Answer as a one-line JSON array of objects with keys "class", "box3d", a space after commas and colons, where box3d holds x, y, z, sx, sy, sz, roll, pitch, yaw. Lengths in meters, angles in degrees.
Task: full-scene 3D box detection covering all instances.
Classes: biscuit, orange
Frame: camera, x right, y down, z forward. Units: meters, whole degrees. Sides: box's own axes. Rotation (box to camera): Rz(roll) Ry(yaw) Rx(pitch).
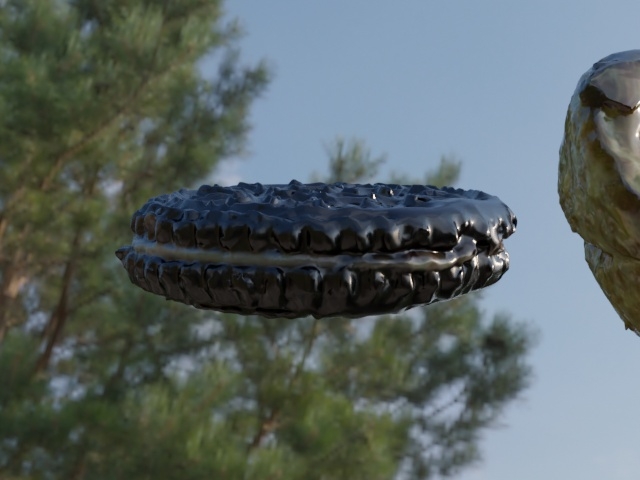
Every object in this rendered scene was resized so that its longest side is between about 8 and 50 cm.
[{"class": "biscuit", "box3d": [0.000, 0.000, 0.636, 0.194, 0.053, 0.194, 0, 6, 0]}, {"class": "orange", "box3d": [0.356, 0.000, 1.103, 0.368, 0.271, 0.210, 35, -37, 12]}]
